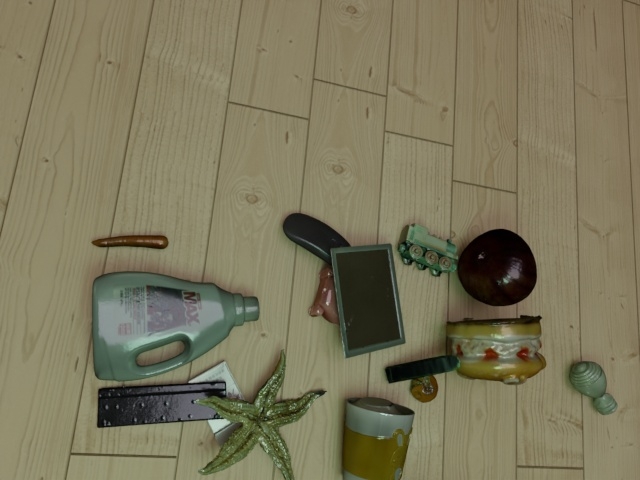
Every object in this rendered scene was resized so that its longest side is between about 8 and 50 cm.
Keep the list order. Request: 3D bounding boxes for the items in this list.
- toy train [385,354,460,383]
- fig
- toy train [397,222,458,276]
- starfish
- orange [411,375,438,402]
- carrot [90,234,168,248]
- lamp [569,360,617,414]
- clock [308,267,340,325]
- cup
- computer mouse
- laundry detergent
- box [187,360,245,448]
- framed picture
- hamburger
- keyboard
[{"bbox_3d":[0.290,0.358,1.396,0.209,0.042,0.044,-16,84,17],"label":"toy train"},{"bbox_3d":[0.533,0.084,1.479,0.214,0.235,0.235,26,73,-10],"label":"fig"},{"bbox_3d":[0.331,0.029,1.512,0.193,0.081,0.125,20,70,-11],"label":"toy train"},{"bbox_3d":[-0.155,0.442,1.253,0.357,0.078,0.347,37,61,-22],"label":"starfish"},{"bbox_3d":[0.305,0.426,1.434,0.086,0.062,0.086,3,81,-18],"label":"orange"},{"bbox_3d":[-0.495,0.004,1.293,0.190,0.037,0.037,1,79,-13],"label":"carrot"},{"bbox_3d":[0.874,0.467,1.582,0.106,0.106,0.193,-43,103,-19],"label":"lamp"},{"bbox_3d":[0.067,0.167,1.398,0.162,0.092,0.166,20,74,-15],"label":"clock"},{"bbox_3d":[0.163,0.542,1.325,0.241,0.185,0.226,18,78,-45],"label":"cup"},{"bbox_3d":[0.000,-0.001,1.409,0.232,0.057,0.120,33,38,-7],"label":"computer mouse"},{"bbox_3d":[-0.354,0.204,1.251,0.397,0.124,0.264,-1,79,-19],"label":"laundry detergent"},{"bbox_3d":[-0.251,0.425,1.284,0.109,0.029,0.198,-27,88,-20],"label":"box"},{"bbox_3d":[0.132,0.160,1.382,0.232,0.019,0.297,-3,83,-36],"label":"framed picture"},{"bbox_3d":[0.513,0.313,1.427,0.302,0.260,0.187,0,83,-43],"label":"hamburger"},{"bbox_3d":[-0.391,0.403,1.232,0.309,0.018,0.101,-1,83,-10],"label":"keyboard"}]
